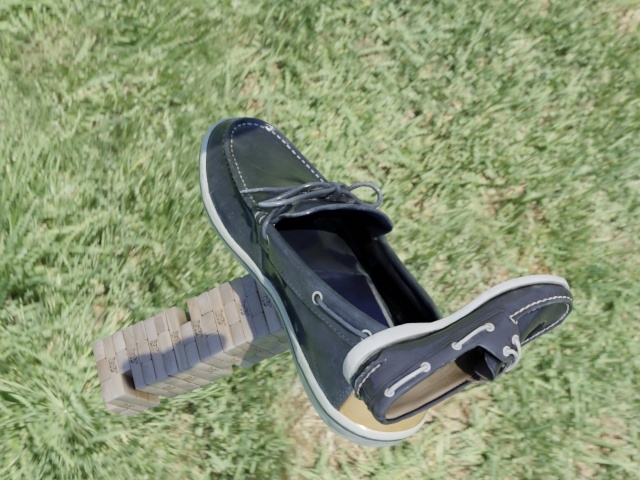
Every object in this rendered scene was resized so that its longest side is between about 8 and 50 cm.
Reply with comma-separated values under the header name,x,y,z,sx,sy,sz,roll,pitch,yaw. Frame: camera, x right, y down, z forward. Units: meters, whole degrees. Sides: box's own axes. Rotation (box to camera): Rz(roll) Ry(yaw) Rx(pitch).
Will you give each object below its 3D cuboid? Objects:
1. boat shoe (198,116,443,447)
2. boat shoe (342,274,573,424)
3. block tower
name,x,y,z,sx,sy,sz,roll,pitch,yaw
boat shoe,0.000,0.000,1.150,0.186,0.156,0.500,1,41,-31
boat shoe,0.074,0.053,0.487,0.125,0.046,0.038,-17,47,-18
block tower,-0.145,0.128,1.312,0.335,0.091,0.097,-26,64,16
